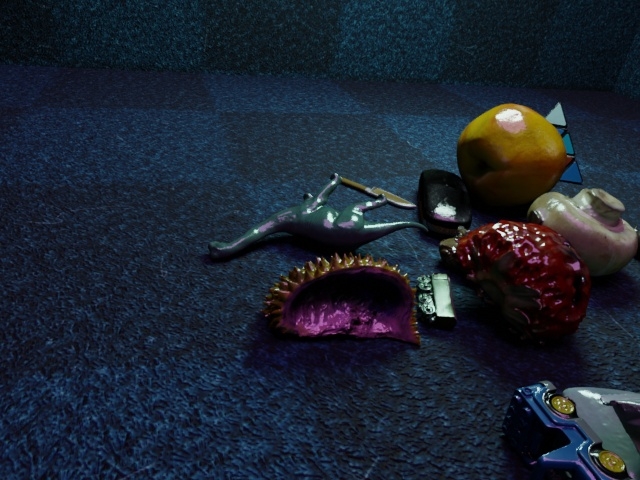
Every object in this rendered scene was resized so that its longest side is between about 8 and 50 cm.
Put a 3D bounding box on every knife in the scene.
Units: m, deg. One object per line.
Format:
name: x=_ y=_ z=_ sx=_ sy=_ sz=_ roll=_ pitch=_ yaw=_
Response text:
knife: x=0.155 y=-0.140 z=1.339 sx=0.256 sy=0.022 sz=0.046 roll=26 pitch=31 yaw=29

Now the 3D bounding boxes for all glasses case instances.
glasses case: x=0.328 y=-0.111 z=1.264 sx=0.122 sy=0.082 sz=0.321 roll=8 pitch=32 yaw=5

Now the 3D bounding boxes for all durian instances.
durian: x=0.027 y=0.091 z=0.846 sx=0.260 sy=0.154 sz=0.186 roll=3 pitch=5 yaw=-22

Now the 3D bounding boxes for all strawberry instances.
strawberry: x=0.417 y=0.052 z=0.888 sx=0.280 sy=0.150 sz=0.254 roll=-2 pitch=52 yaw=-33

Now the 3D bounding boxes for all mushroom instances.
mushroom: x=0.591 y=-0.025 z=1.080 sx=0.254 sy=0.184 sz=0.255 roll=20 pitch=37 yaw=-16

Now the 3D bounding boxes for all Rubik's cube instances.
Rubik's cube: x=0.733 y=-0.258 z=1.626 sx=0.234 sy=0.284 sz=0.250 roll=-21 pitch=70 yaw=-8

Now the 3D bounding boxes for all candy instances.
candy: x=0.425 y=0.277 z=0.641 sx=0.138 sy=0.071 sz=0.174 roll=7 pitch=32 yaw=-3

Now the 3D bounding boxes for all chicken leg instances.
chicken leg: x=0.358 y=0.036 z=1.033 sx=0.196 sy=0.081 sz=0.125 roll=23 pitch=29 yaw=20

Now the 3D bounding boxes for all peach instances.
peach: x=0.546 y=-0.239 z=1.343 sx=0.307 sy=0.289 sz=0.289 roll=-17 pitch=37 yaw=-24

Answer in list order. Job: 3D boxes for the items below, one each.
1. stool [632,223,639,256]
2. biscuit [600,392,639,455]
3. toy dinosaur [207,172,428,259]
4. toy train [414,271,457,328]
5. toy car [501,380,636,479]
stool: x=0.857 y=0.018 z=1.136 sx=0.121 sy=0.125 sz=0.217 roll=19 pitch=-4 yaw=-33
biscuit: x=0.454 y=0.311 z=0.514 sx=0.185 sy=0.079 sz=0.309 roll=-3 pitch=58 yaw=-10
toy dinosaur: x=0.000 y=0.000 z=1.022 sx=0.383 sy=0.129 sz=0.331 roll=21 pitch=44 yaw=20
toy train: x=0.221 y=0.113 z=0.910 sx=0.070 sy=0.038 sz=0.148 roll=9 pitch=31 yaw=4
toy car: x=0.295 y=0.274 z=0.596 sx=0.100 sy=0.097 sz=0.191 roll=-7 pitch=32 yaw=-15
